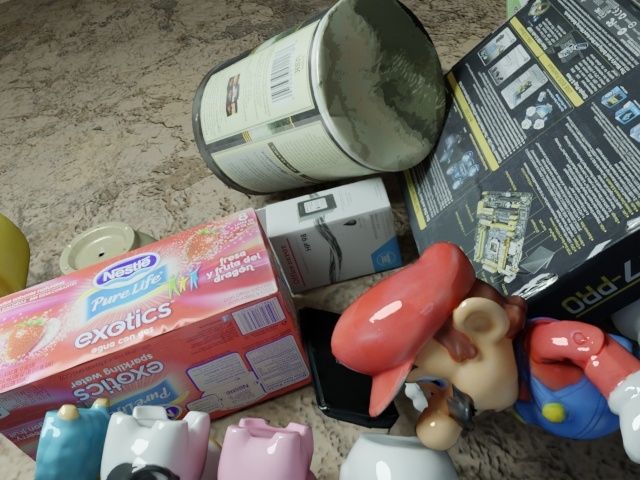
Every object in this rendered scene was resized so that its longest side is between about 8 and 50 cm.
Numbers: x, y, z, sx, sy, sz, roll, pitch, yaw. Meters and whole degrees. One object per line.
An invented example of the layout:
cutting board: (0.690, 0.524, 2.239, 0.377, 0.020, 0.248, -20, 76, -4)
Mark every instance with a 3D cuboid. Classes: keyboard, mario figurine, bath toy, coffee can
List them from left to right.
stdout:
bath toy: (-0.061, 0.214, 0.499, 0.348, 0.151, 0.129, 2, 80, 14)
coffee can: (-0.011, -0.170, 0.764, 0.275, 0.201, 0.201, -3, 38, 51)
keyboard: (0.029, 0.129, 0.586, 0.100, 0.038, 0.192, 14, 19, -11)
mario figurine: (0.161, 0.125, 0.450, 0.321, 0.198, 0.170, 15, 38, 3)

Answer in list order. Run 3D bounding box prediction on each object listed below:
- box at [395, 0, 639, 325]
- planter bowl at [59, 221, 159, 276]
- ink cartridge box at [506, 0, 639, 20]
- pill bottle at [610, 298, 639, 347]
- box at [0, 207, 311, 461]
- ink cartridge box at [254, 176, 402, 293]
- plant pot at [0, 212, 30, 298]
box: (0.235, -0.098, 0.640, 0.318, 0.097, 0.394, -38, 35, 25)
planter bowl: (-0.260, 0.046, 0.757, 0.162, 0.109, 0.162, -10, 42, 10)
ink cartridge box: (0.403, -0.357, 0.885, 0.119, 0.207, 0.353, -17, 44, 1)
pill bottle: (0.318, 0.039, 0.577, 0.094, 0.094, 0.169, -11, 42, 8)
box: (-0.175, 0.107, 0.632, 0.300, 0.154, 0.142, -21, 41, -1)
ink cartridge box: (0.000, 0.000, 0.721, 0.180, 0.104, 0.060, -15, 43, 4)
plant pot: (-0.496, 0.098, 0.700, 0.254, 0.254, 0.239, -11, 57, 8)
